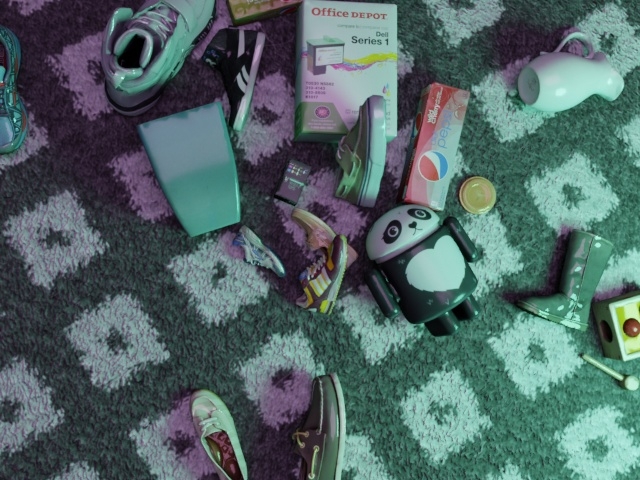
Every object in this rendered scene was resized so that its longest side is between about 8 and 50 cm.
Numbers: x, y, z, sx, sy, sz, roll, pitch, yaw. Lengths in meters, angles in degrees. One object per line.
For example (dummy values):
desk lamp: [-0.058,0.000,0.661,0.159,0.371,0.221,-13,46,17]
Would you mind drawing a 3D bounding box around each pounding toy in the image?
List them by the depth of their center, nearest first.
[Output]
pounding toy: [0.666,0.227,1.718,0.180,0.094,0.206,-14,89,-9]

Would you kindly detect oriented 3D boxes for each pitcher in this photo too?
pitcher: [0.530,-0.371,1.727,0.207,0.125,0.178,-12,68,-19]

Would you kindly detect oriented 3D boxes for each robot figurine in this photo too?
robot figurine: [0.212,0.060,1.621,0.173,0.209,0.278,-30,92,30]

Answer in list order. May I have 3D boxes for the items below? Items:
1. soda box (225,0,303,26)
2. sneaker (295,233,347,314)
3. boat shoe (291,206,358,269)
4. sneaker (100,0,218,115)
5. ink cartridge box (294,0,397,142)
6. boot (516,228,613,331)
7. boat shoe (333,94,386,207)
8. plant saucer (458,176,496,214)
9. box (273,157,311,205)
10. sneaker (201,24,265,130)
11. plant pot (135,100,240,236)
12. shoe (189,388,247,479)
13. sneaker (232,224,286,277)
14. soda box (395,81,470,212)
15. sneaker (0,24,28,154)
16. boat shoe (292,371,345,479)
soda box: [-0.105,-0.505,1.665,0.181,0.058,0.061,-17,90,-8]
sneaker: [0.001,0.067,1.615,0.083,0.070,0.186,12,115,-4]
boat shoe: [0.000,0.000,1.651,0.170,0.063,0.059,39,77,-5]
sneaker: [-0.309,-0.423,1.555,0.137,0.210,0.366,31,83,-6]
ink cartridge box: [0.051,-0.347,1.649,0.201,0.117,0.278,1,86,-8]
boot: [0.532,0.076,1.717,0.189,0.076,0.209,17,92,-21]
boat shoe: [0.076,-0.165,1.565,0.094,0.302,0.109,4,54,-1]
plant saucer: [0.343,-0.098,1.730,0.083,0.013,0.084,0,87,-7]
box: [-0.058,-0.121,1.650,0.052,0.062,0.083,22,84,-5]
sneaker: [-0.193,-0.338,1.640,0.121,0.079,0.217,13,77,-4]
plant pot: [-0.248,-0.134,1.581,0.165,0.165,0.235,-18,98,-9]
shoe: [-0.202,0.402,1.604,0.076,0.058,0.219,-25,91,-9]
sneaker: [-0.128,0.032,1.644,0.058,0.052,0.135,-45,86,2]
soda box: [0.238,-0.195,1.685,0.092,0.083,0.264,14,86,-7]
sneaker: [-0.642,-0.299,1.545,0.104,0.125,0.262,-6,88,-8]
boat shoe: [-0.007,0.430,1.605,0.096,0.116,0.325,1,93,-11]
